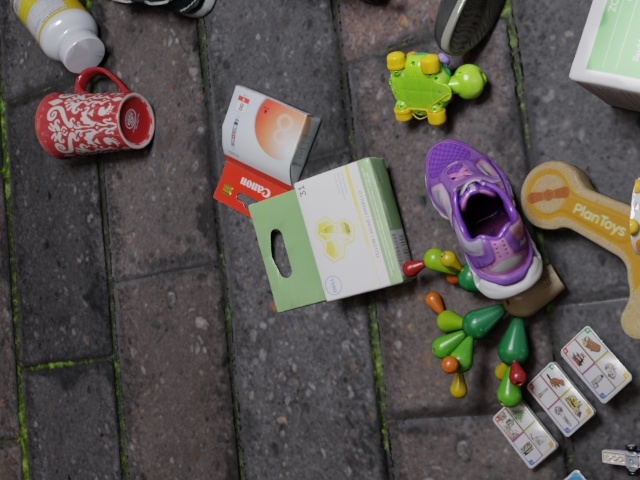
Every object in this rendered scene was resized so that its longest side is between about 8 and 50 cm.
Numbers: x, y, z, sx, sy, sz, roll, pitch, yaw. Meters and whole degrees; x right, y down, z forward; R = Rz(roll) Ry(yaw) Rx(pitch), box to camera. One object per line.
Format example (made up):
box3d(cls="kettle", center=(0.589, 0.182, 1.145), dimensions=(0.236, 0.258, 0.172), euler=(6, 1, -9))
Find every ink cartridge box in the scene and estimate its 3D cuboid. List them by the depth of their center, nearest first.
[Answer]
box3d(cls="ink cartridge box", center=(0.000, 0.000, 1.192), dimensions=(0.235, 0.056, 0.171), euler=(-17, 87, 30))
box3d(cls="ink cartridge box", center=(-0.093, -0.123, 1.279), dimensions=(0.145, 0.045, 0.179), euler=(27, 100, 32))

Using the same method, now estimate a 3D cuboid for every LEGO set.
box3d(cls="LEGO set", center=(0.336, 0.243, 0.988), dimensions=(0.244, 0.060, 0.182), euler=(53, 124, 27))

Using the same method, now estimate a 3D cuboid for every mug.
box3d(cls="mug", center=(-0.367, -0.209, 1.422), dimensions=(0.169, 0.113, 0.150), euler=(2, 102, 30))

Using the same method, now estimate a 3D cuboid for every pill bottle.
box3d(cls="pill bottle", center=(-0.446, -0.371, 1.488), dimensions=(0.103, 0.103, 0.184), euler=(-50, 64, 21))

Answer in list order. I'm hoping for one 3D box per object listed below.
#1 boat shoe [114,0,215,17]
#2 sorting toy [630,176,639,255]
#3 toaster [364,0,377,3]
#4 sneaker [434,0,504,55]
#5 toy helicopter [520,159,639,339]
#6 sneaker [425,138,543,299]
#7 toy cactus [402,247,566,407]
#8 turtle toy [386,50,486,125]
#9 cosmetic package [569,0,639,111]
box3d(cls="boat shoe", center=(-0.300, -0.437, 1.402), dimensions=(0.302, 0.091, 0.114), euler=(19, 98, 33))
box3d(cls="sorting toy", center=(0.347, -0.029, 0.853), dimensions=(0.075, 0.045, 0.083), euler=(2, 76, 34))
box3d(cls="toaster", center=(0.017, -0.415, 1.171), dimensions=(0.227, 0.129, 0.146), euler=(21, 97, 34))
box3d(cls="sneaker", center=(0.174, -0.344, 1.100), dimensions=(0.118, 0.083, 0.222), euler=(24, 91, 37))
box3d(cls="toy helicopter", center=(0.364, -0.011, 0.925), dimensions=(0.355, 0.140, 0.235), euler=(35, 113, 43))
box3d(cls="sneaker", center=(0.182, -0.048, 1.021), dimensions=(0.095, 0.104, 0.236), euler=(-28, 48, 9))
box3d(cls="toy cactus", center=(0.204, 0.084, 1.048), dimensions=(0.180, 0.112, 0.219), euler=(-34, 60, 17))
box3d(cls="turtle toy", center=(0.146, -0.201, 1.108), dimensions=(0.130, 0.066, 0.095), euler=(12, 128, 33))
box3d(cls="cosmetic package", center=(0.464, -0.199, 0.850), dimensions=(0.365, 0.155, 0.197), euler=(19, 97, 34))
